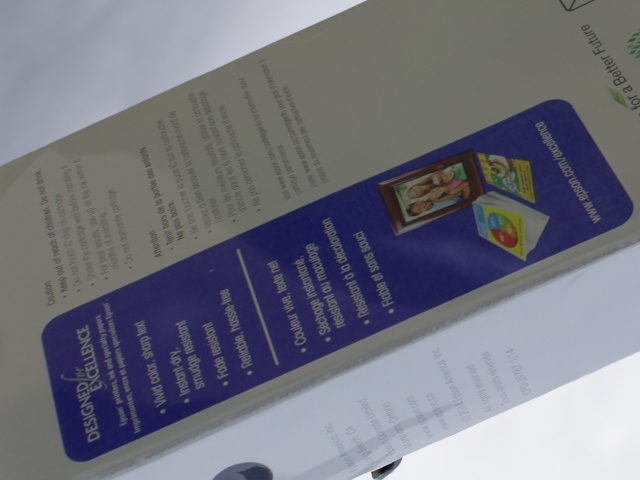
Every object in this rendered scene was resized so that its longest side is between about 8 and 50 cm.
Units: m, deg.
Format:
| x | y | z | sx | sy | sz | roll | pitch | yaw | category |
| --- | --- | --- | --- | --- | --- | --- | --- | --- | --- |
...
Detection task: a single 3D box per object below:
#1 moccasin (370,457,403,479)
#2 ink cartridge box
| x | y | z | sx | sy | sz | roll | pitch | yaw | category |
| --- | --- | --- | --- | --- | --- | --- | --- | --- | --- |
| 0.003 | 0.099 | 0.852 | 0.117 | 0.137 | 0.342 | 17 | -114 | 33 | moccasin |
| 0.000 | 0.000 | 0.550 | 0.333 | 0.065 | 0.165 | -23 | -134 | 2 | ink cartridge box |
